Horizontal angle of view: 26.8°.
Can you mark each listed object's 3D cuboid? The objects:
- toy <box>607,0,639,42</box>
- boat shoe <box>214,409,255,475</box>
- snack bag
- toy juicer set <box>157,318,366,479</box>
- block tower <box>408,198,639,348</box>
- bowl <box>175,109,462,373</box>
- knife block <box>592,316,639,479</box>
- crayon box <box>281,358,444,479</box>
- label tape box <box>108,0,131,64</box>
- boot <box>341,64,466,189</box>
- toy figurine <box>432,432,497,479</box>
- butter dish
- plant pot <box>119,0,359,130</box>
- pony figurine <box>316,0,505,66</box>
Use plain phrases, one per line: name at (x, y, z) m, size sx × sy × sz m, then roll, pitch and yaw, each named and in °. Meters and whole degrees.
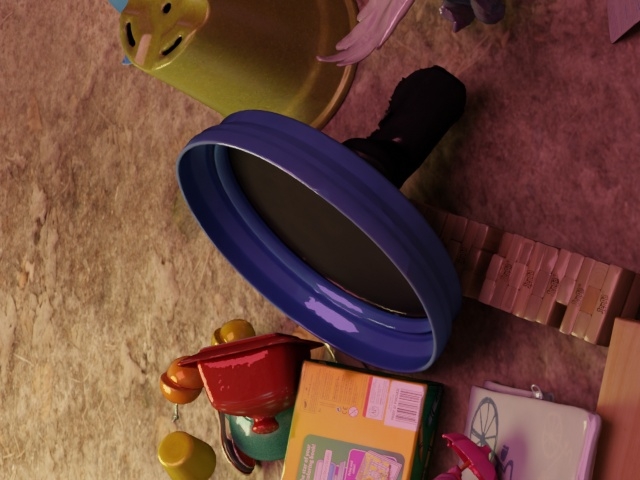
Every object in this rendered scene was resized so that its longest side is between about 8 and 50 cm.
toy at (0.391, -0.327, 1.500) m, size 0.237 × 0.056 × 0.137 m, roll 131°, pitch 139°, yaw -70°
boat shoe at (-0.113, 0.259, 1.862) m, size 0.043 × 0.049 × 0.137 m, roll -39°, pitch 51°, yaw 27°
snack bag at (0.208, 0.315, 1.438) m, size 0.342 × 0.037 × 0.323 m, roll 168°, pitch 113°, yaw -75°
toy juicer set at (-0.067, 0.197, 1.814) m, size 0.329 × 0.089 × 0.209 m, roll -19°, pitch 55°, yaw 12°
block tower at (0.223, 0.037, 1.572) m, size 0.335 × 0.091 × 0.097 m, roll 23°, pitch 94°, yaw 45°
bowl at (0.000, 0.000, 1.603) m, size 0.391 × 0.391 × 0.077 m, roll 17°, pitch 59°, yaw 44°
knife block at (0.309, 0.249, 1.326) m, size 0.088 × 0.276 × 0.242 m, roll 12°, pitch 47°, yaw 44°
crayon box at (0.041, 0.296, 1.645) m, size 0.165 × 0.081 × 0.278 m, roll 9°, pitch 86°, yaw 22°
label tape box at (-0.243, -0.468, 2.124) m, size 0.249 × 0.115 × 0.348 m, roll 0°, pitch 78°, yaw 43°
boot at (0.093, -0.131, 1.619) m, size 0.094 × 0.246 × 0.207 m, roll 35°, pitch 79°, yaw 7°
toy figurine at (0.122, 0.283, 1.467) m, size 0.130 × 0.173 × 0.159 m, roll 42°, pitch 120°, yaw 16°
butter dish at (-0.078, 0.185, 1.696) m, size 0.160 × 0.160 × 0.118 m, roll -14°, pitch 79°, yaw 14°
plant pot at (-0.128, -0.290, 1.871) m, size 0.276 × 0.254 × 0.276 m, roll -13°, pitch 70°, yaw 40°
pony figurine at (0.111, -0.377, 1.593) m, size 0.303 × 0.363 × 0.351 m, roll 47°, pitch 112°, yaw 39°
